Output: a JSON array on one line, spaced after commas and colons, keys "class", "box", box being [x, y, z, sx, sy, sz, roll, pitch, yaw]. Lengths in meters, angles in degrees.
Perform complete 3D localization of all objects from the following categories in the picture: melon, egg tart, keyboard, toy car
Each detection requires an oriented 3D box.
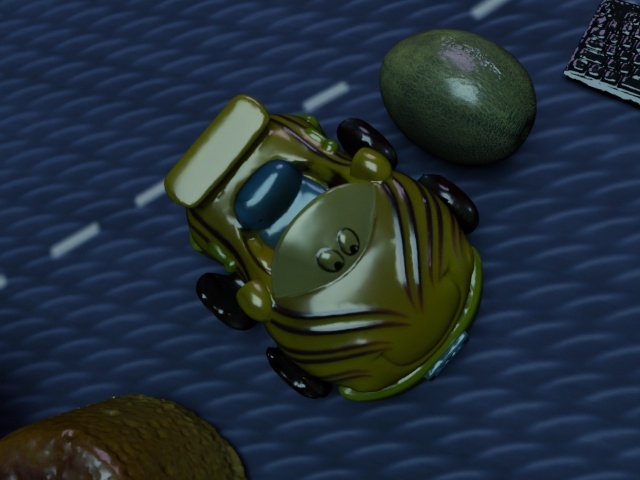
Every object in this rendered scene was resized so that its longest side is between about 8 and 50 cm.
[{"class": "melon", "box": [0.105, -0.113, 0.544, 0.130, 0.098, 0.098, 36, 86, 18]}, {"class": "egg tart", "box": [-0.163, 0.212, 0.498, 0.202, 0.147, 0.203, -3, 77, 13]}, {"class": "keyboard", "box": [0.322, -0.116, 0.535, 0.250, 0.017, 0.087, 29, 85, 19]}, {"class": "toy car", "box": [0.000, 0.000, 0.515, 0.248, 0.142, 0.200, 38, 88, 21]}]
